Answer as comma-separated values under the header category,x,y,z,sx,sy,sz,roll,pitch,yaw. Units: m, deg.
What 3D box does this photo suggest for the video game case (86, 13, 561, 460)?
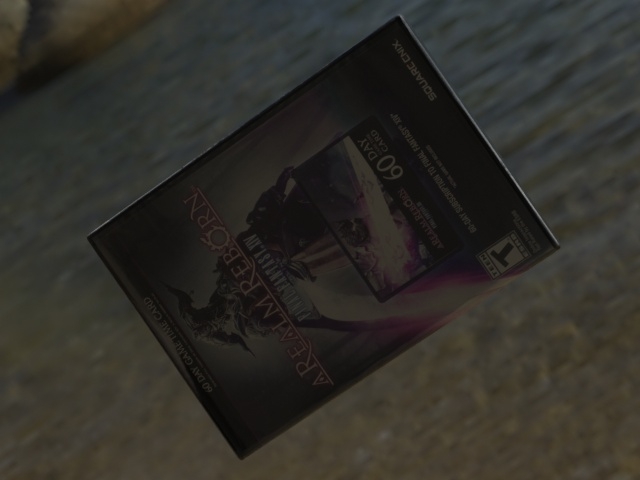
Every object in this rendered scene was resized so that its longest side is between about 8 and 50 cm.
category,x,y,z,sx,sy,sz,roll,pitch,yaw
video game case,0.000,0.000,1.331,0.274,0.196,0.026,-35,0,10
